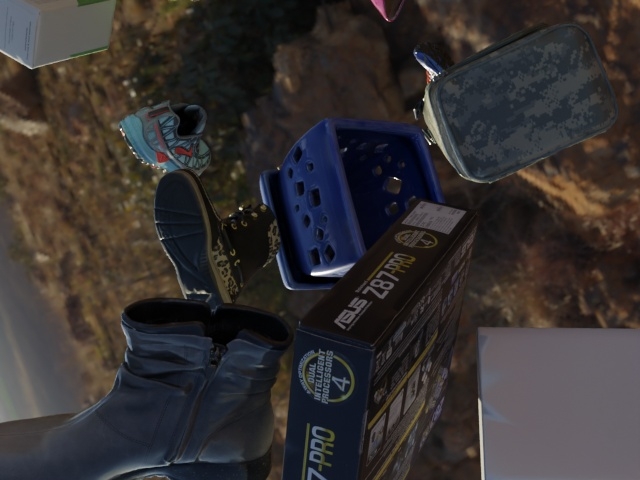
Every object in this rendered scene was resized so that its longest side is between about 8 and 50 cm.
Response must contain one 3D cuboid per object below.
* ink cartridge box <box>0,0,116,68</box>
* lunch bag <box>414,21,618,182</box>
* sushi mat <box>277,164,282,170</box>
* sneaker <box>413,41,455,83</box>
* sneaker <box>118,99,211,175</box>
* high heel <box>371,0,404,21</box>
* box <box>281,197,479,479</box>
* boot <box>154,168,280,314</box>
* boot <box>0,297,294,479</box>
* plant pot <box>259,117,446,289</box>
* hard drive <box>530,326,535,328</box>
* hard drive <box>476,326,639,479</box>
[{"bbox_3d":[-0.427,-0.341,1.501,0.212,0.154,0.093,31,124,21],"label":"ink cartridge box"},{"bbox_3d":[0.334,-0.244,1.850,0.256,0.305,0.213,-99,-16,-83],"label":"lunch bag"},{"bbox_3d":[0.000,0.000,2.040,0.317,0.019,0.151,62,-178,-13],"label":"sushi mat"},{"bbox_3d":[0.250,-0.316,2.151,0.221,0.087,0.083,48,-154,-34],"label":"sneaker"},{"bbox_3d":[-0.239,-0.179,1.840,0.104,0.125,0.262,61,-167,13],"label":"sneaker"},{"bbox_3d":[0.103,-0.392,1.294,0.244,0.082,0.117,116,150,-54],"label":"high heel"},{"bbox_3d":[0.075,0.162,1.225,0.097,0.395,0.318,13,117,19],"label":"box"},{"bbox_3d":[-0.142,-0.023,1.489,0.085,0.178,0.236,3,121,30],"label":"boot"},{"bbox_3d":[-0.204,0.157,1.108,0.118,0.338,0.223,-111,23,-54],"label":"boot"},{"bbox_3d":[0.047,-0.044,1.662,0.212,0.236,0.236,-28,71,42],"label":"plant pot"},{"bbox_3d":[0.428,0.241,1.972,0.135,0.022,0.094,38,102,26],"label":"hard drive"},{"bbox_3d":[0.350,0.204,1.243,0.040,0.318,0.210,84,-172,-58],"label":"hard drive"}]
